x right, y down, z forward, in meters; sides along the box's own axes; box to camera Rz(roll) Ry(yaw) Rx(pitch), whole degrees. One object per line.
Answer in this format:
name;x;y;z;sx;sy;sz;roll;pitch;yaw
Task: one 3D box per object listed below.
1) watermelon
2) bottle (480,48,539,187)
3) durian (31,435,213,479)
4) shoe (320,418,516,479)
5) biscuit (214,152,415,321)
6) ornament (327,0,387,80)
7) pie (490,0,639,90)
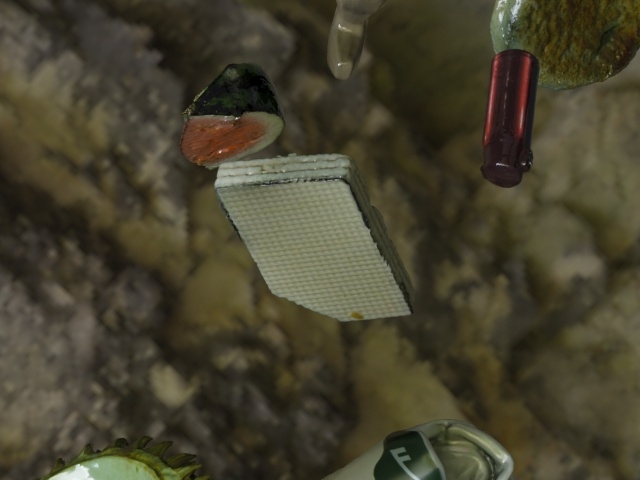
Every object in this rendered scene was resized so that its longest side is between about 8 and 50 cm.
watermelon;-0.096;-0.126;1.924;0.063;0.119;0.245;62;177;8
bottle;0.210;-0.133;2.034;0.060;0.060;0.164;33;-130;-29
durian;-0.208;0.288;1.552;0.163;0.394;0.198;63;-149;-26
shoe;0.138;0.237;1.833;0.363;0.160;0.131;7;-131;-58
biscuit;0.000;0.000;1.942;0.252;0.150;0.052;62;-150;-47
ornament;0.048;-0.288;1.886;0.061;0.230;0.245;11;166;-5
pie;0.342;-0.323;2.421;0.277;0.277;0.078;26;-170;-41
